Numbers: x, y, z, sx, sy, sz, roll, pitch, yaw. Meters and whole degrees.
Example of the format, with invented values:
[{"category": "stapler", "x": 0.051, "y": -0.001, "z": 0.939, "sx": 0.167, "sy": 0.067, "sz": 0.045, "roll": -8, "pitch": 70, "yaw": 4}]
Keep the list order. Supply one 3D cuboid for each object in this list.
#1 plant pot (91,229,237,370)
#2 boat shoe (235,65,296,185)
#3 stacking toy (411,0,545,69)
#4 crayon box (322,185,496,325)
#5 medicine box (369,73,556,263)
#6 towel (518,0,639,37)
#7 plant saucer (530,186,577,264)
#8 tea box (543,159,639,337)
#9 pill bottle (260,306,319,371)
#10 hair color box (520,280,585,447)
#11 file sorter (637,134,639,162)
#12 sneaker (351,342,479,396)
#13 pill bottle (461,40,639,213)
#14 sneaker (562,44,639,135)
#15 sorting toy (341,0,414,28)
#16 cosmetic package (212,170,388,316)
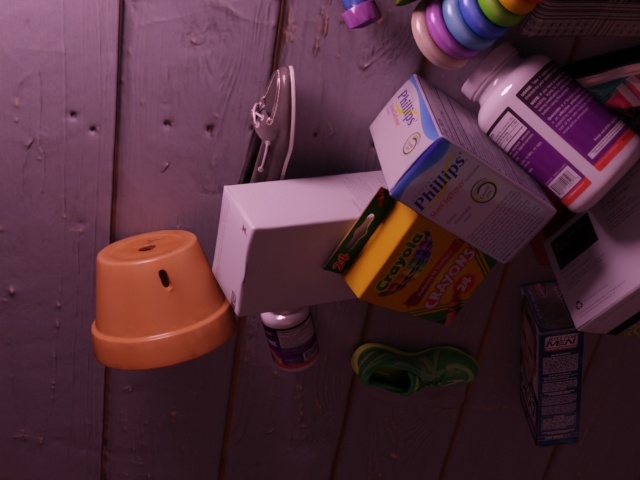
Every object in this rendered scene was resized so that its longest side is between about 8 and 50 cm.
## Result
[{"category": "plant pot", "x": -0.327, "y": 0.105, "z": 1.908, "sx": 0.290, "sy": 0.291, "sz": 0.203, "roll": -10, "pitch": 108, "yaw": 0}, {"category": "boat shoe", "x": -0.110, "y": -0.176, "z": 1.828, "sx": 0.095, "sy": 0.112, "sz": 0.335, "roll": 1, "pitch": 127, "yaw": -13}, {"category": "stacking toy", "x": 0.307, "y": -0.411, "z": 1.611, "sx": 0.141, "sy": 0.141, "sz": 0.330, "roll": 32, "pitch": 148, "yaw": -24}, {"category": "crayon box", "x": 0.182, "y": 0.037, "z": 1.828, "sx": 0.318, "sy": 0.081, "sz": 0.202, "roll": 18, "pitch": 114, "yaw": -39}, {"category": "medicine box", "x": 0.260, "y": -0.137, "z": 1.802, "sx": 0.289, "sy": 0.263, "sz": 0.149, "roll": 29, "pitch": 116, "yaw": -23}, {"category": "towel", "x": 0.541, "y": -0.469, "z": 1.649, "sx": 0.324, "sy": 0.056, "sz": 0.312, "roll": -2, "pitch": 147, "yaw": -18}, {"category": "plant saucer", "x": 0.550, "y": -0.076, "z": 2.006, "sx": 0.259, "sy": 0.048, "sz": 0.258, "roll": -23, "pitch": 123, "yaw": 8}, {"category": "tea box", "x": 0.686, "y": 0.022, "z": 1.891, "sx": 0.323, "sy": 0.220, "sz": 0.329, "roll": 7, "pitch": 143, "yaw": -31}, {"category": "pill bottle", "x": -0.069, "y": 0.180, "z": 2.071, "sx": 0.108, "sy": 0.108, "sz": 0.193, "roll": -11, "pitch": 124, "yaw": 1}, {"category": "hair color box", "x": 0.518, "y": 0.281, "z": 2.164, "sx": 0.105, "sy": 0.174, "sz": 0.347, "roll": -7, "pitch": 124, "yaw": 0}, {"category": "file sorter", "x": 0.722, "y": -0.187, "z": 1.910, "sx": 0.170, "sy": 0.118, "sz": 0.104, "roll": -19, "pitch": 128, "yaw": 6}, {"category": "sneaker", "x": 0.217, "y": 0.308, "z": 2.178, "sx": 0.295, "sy": 0.123, "sz": 0.109, "roll": 3, "pitch": 123, "yaw": -9}, {"category": "pill bottle", "x": 0.419, "y": -0.214, "z": 1.759, "sx": 0.323, "sy": 0.181, "sz": 0.181, "roll": 44, "pitch": 114, "yaw": 8}, {"category": "sneaker", "x": 0.612, "y": -0.269, "z": 1.834, "sx": 0.295, "sy": 0.124, "sz": 0.178, "roll": -10, "pitch": 119, "yaw": 10}, {"category": "sorting toy", "x": 0.188, "y": -0.501, "z": 1.670, "sx": 0.365, "sy": 0.127, "sz": 0.126, "roll": -24, "pitch": 94, "yaw": 13}, {"category": "cosmetic package", "x": 0.000, "y": 0.000, "z": 1.857, "sx": 0.385, "sy": 0.156, "sz": 0.217, "roll": -5, "pitch": 128, "yaw": -26}]
